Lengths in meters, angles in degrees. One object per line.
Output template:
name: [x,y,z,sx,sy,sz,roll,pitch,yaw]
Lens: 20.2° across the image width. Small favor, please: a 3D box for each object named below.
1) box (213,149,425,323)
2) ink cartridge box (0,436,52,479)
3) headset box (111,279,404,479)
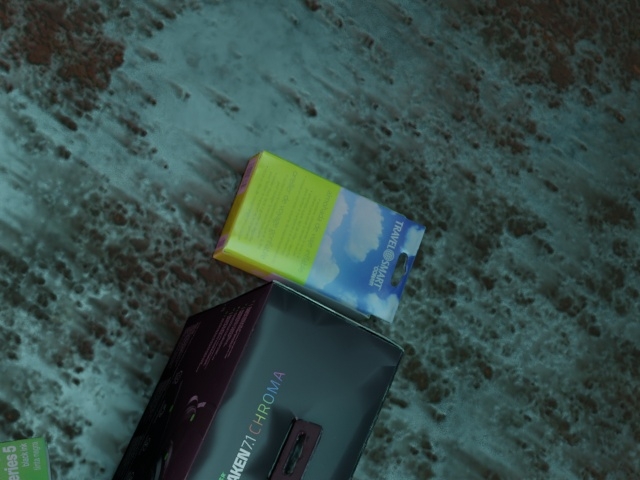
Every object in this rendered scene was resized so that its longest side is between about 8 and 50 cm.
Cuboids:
box: [0.000,0.000,1.704,0.178,0.042,0.109,25,74,-15]
ink cartridge box: [-0.341,0.278,1.418,0.273,0.115,0.198,-6,124,-9]
headset box: [-0.070,0.182,1.519,0.131,0.283,0.246,28,72,-13]
